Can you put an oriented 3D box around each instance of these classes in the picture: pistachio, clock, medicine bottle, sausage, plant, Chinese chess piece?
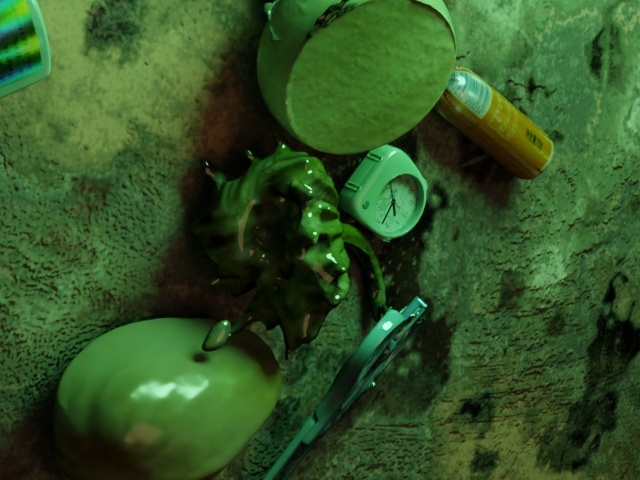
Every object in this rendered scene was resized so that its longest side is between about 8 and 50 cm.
[{"bbox_3d":[-0.175,0.185,1.571,0.288,0.197,0.166,-20,164,-46],"label":"pistachio"},{"bbox_3d":[0.087,-0.047,1.761,0.101,0.041,0.135,-53,133,-11],"label":"clock"},{"bbox_3d":[-0.368,-0.168,1.309,0.229,0.083,0.121,-30,126,-29],"label":"medicine bottle"},{"bbox_3d":[0.208,-0.157,1.797,0.234,0.071,0.071,33,85,-43],"label":"sausage"},{"bbox_3d":[-0.031,0.000,1.669,0.333,0.180,0.251,-14,103,-76],"label":"plant"},{"bbox_3d":[0.040,-0.207,1.577,0.237,0.092,0.238,-17,138,-16],"label":"Chinese chess piece"}]

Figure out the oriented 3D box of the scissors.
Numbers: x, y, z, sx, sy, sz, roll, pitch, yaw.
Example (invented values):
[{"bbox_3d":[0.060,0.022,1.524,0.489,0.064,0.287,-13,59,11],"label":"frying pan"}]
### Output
[{"bbox_3d":[0.001,0.224,1.769,0.393,0.032,0.180,-52,165,3],"label":"scissors"}]
